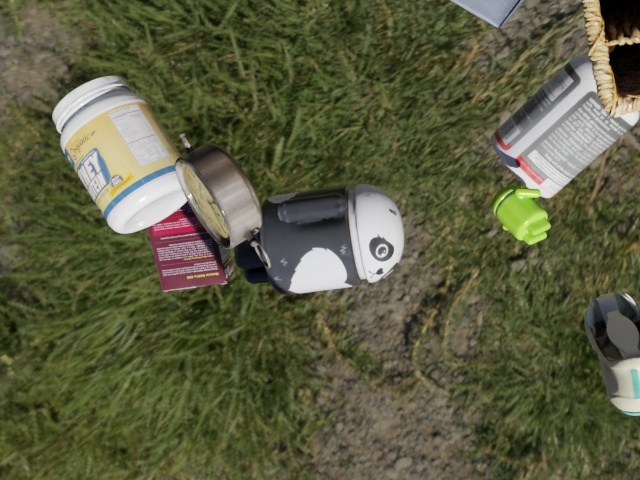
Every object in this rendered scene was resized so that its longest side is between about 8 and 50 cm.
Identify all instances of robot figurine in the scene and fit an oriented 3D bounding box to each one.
[{"bbox_3d":[0.339,-0.047,1.433,0.115,0.067,0.101,53,155,33],"label":"robot figurine"},{"bbox_3d":[0.000,0.001,1.395,0.278,0.209,0.173,-8,100,9],"label":"robot figurine"}]

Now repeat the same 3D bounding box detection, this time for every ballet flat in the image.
[{"bbox_3d":[0.353,0.106,0.985,0.086,0.248,0.086,3,112,7],"label":"ballet flat"}]

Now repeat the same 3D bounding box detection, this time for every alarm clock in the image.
[{"bbox_3d":[-0.113,-0.043,1.045,0.192,0.064,0.129,55,161,18],"label":"alarm clock"}]

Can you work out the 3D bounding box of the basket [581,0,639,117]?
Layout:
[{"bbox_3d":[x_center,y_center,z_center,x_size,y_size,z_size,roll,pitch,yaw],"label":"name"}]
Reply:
[{"bbox_3d":[0.442,-0.294,0.921,0.299,0.223,0.213,-7,119,21],"label":"basket"}]

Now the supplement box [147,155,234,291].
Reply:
[{"bbox_3d":[-0.250,-0.034,1.562,0.130,0.073,0.239,-7,104,11],"label":"supplement box"}]

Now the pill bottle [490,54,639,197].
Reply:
[{"bbox_3d":[0.458,-0.224,1.499,0.161,0.161,0.283,47,114,2],"label":"pill bottle"}]

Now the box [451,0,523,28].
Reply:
[{"bbox_3d":[0.129,-0.335,0.786,0.233,0.059,0.183,26,125,-17],"label":"box"}]

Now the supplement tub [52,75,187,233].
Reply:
[{"bbox_3d":[-0.291,-0.126,1.240,0.144,0.144,0.199,-38,81,31],"label":"supplement tub"}]
